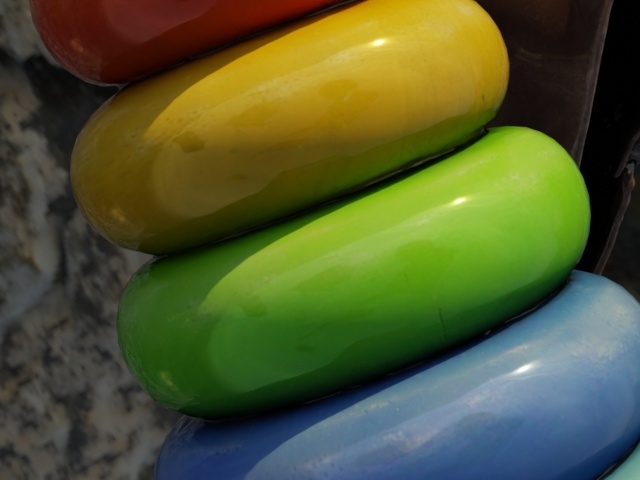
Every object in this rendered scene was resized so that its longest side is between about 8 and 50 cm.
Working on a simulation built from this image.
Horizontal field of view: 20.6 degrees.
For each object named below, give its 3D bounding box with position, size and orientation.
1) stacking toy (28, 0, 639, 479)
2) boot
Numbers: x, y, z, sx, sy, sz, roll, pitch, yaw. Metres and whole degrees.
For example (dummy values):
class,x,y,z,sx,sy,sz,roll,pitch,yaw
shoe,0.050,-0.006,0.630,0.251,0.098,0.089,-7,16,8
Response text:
class,x,y,z,sx,sy,sz,roll,pitch,yaw
stacking toy,0.000,0.000,0.375,0.141,0.141,0.330,-23,96,-13
boot,0.027,-0.023,0.663,0.090,0.207,0.248,2,117,-30
